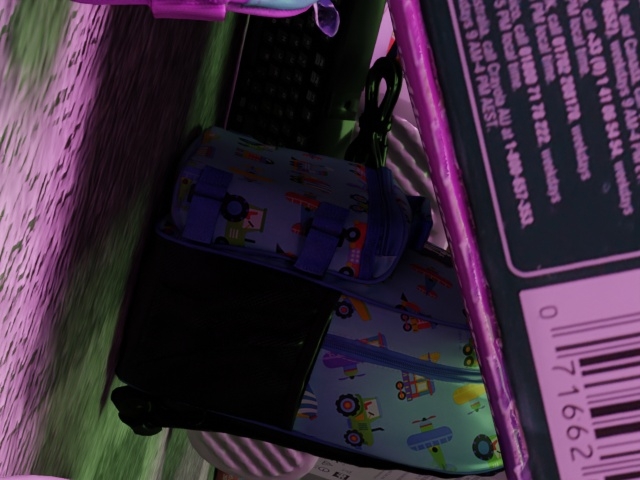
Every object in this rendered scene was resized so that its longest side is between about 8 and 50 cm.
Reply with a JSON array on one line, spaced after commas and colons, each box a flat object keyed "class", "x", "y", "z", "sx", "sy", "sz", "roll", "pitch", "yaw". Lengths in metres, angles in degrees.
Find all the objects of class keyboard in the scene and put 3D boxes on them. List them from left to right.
[{"class": "keyboard", "x": -0.004, "y": -0.074, "z": 0.793, "sx": 0.023, "sy": 0.108, "sz": 0.180, "roll": -18, "pitch": 133, "yaw": -42}]

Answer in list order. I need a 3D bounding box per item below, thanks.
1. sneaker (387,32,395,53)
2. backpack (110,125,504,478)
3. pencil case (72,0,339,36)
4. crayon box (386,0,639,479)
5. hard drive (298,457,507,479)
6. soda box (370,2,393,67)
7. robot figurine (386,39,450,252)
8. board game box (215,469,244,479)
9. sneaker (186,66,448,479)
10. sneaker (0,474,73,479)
[{"class": "sneaker", "x": 0.037, "y": -0.151, "z": 1.254, "sx": 0.118, "sy": 0.107, "sz": 0.279, "roll": 32, "pitch": 53, "yaw": -49}, {"class": "backpack", "x": 0.013, "y": 0.031, "z": 0.719, "sx": 0.158, "sy": 0.173, "sz": 0.117, "roll": -64, "pitch": 170, "yaw": -77}, {"class": "pencil case", "x": -0.013, "y": -0.120, "z": 0.344, "sx": 0.070, "sy": 0.064, "sz": 0.151, "roll": -122, "pitch": -138, "yaw": -57}, {"class": "crayon box", "x": 0.085, "y": -0.100, "z": 0.550, "sx": 0.313, "sy": 0.106, "sz": 0.363, "roll": -66, "pitch": 143, "yaw": -73}, {"class": "hard drive", "x": 0.094, "y": 0.183, "z": 1.447, "sx": 0.237, "sy": 0.339, "sz": 0.064, "roll": 127, "pitch": -19, "yaw": -61}, {"class": "soda box", "x": 0.019, "y": -0.161, "z": 1.004, "sx": 0.074, "sy": 0.069, "sz": 0.216, "roll": 105, "pitch": 2, "yaw": -69}, {"class": "robot figurine", "x": 0.094, "y": -0.052, "z": 0.992, "sx": 0.291, "sy": 0.085, "sz": 0.211, "roll": 121, "pitch": -47, "yaw": -73}, {"class": "board game box", "x": -0.078, "y": 0.186, "z": 1.710, "sx": 0.281, "sy": 0.027, "sz": 0.145, "roll": 103, "pitch": 1, "yaw": -57}, {"class": "sneaker", "x": 0.000, "y": 0.000, "z": 0.960, "sx": 0.127, "sy": 0.126, "sz": 0.321, "roll": -68, "pitch": -177, "yaw": -45}, {"class": "sneaker", "x": -0.085, "y": 0.199, "z": 0.349, "sx": 0.118, "sy": 0.110, "sz": 0.292, "roll": 130, "pitch": -22, "yaw": -72}]
